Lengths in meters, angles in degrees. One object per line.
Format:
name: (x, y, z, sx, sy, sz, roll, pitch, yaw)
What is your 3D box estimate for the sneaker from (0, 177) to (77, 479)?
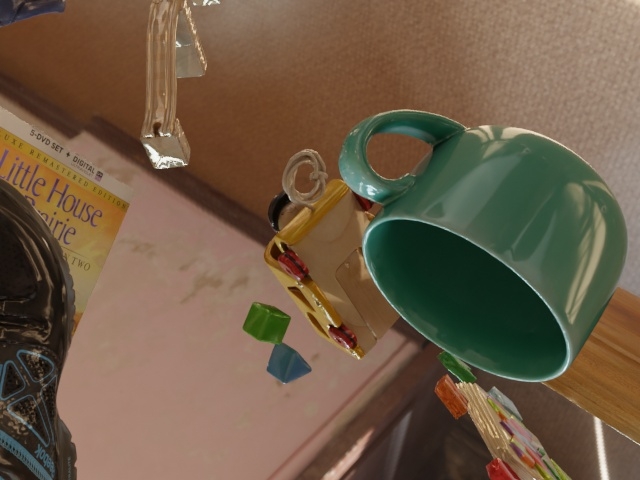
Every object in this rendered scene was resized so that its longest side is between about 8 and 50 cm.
sneaker: (-0.269, 0.112, 0.664, 0.125, 0.140, 0.341, -5, 105, 3)

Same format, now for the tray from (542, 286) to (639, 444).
tray: (0.321, 0.118, 0.871, 0.411, 0.203, 0.076, 33, 116, 34)

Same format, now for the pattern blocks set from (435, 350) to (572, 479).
pattern blocks set: (0.246, 0.258, 1.028, 0.285, 0.026, 0.325, 38, -167, -33)

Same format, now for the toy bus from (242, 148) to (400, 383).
toy bus: (0.002, 0.012, 0.752, 0.104, 0.191, 0.202, 24, 109, 47)

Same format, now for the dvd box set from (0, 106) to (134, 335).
dvd box set: (-0.418, 0.067, 1.038, 0.062, 0.420, 0.307, 16, 168, 27)

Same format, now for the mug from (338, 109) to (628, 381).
mug: (0.097, -0.009, 0.451, 0.129, 0.097, 0.158, 16, 146, 42)

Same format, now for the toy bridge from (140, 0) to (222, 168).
toy bridge: (-0.097, -0.140, 0.565, 0.026, 0.188, 0.063, -2, 144, 9)

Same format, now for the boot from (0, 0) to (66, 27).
boot: (-0.221, -0.159, 0.464, 0.069, 0.190, 0.086, 19, 121, 32)
